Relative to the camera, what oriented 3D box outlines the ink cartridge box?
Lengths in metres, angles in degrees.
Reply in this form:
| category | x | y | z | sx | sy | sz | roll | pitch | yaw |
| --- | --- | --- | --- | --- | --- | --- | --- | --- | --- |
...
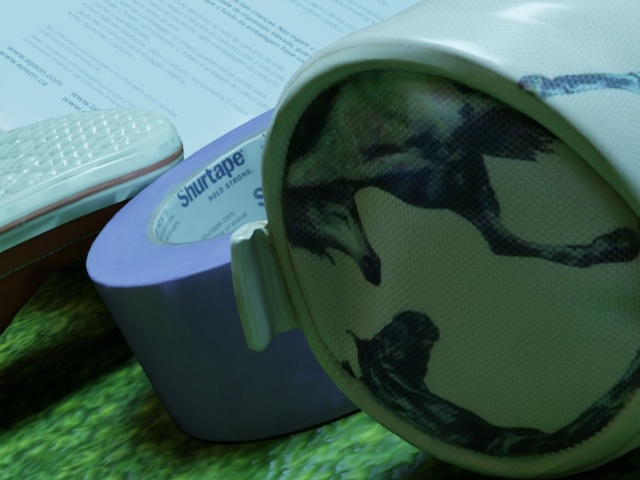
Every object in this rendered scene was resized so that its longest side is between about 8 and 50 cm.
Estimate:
| category | x | y | z | sx | sy | sz | roll | pitch | yaw |
| --- | --- | --- | --- | --- | --- | --- | --- | --- | --- |
| ink cartridge box | -0.089 | -0.147 | 1.126 | 0.330 | 0.071 | 0.324 | -35 | 53 | -27 |

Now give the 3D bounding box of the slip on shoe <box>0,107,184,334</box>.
| category | x | y | z | sx | sy | sz | roll | pitch | yaw |
| --- | --- | --- | --- | --- | --- | --- | --- | --- | --- |
| slip on shoe | -0.203 | 0.041 | 0.942 | 0.331 | 0.101 | 0.123 | -33 | 22 | 4 |

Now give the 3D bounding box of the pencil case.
| category | x | y | z | sx | sy | sz | roll | pitch | yaw |
| --- | --- | --- | --- | --- | --- | --- | --- | --- | --- |
| pencil case | 0.140 | -0.085 | 0.726 | 0.183 | 0.160 | 0.410 | -8 | 26 | 44 |

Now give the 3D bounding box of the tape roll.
| category | x | y | z | sx | sy | sz | roll | pitch | yaw |
| --- | --- | --- | --- | --- | --- | --- | --- | --- | --- |
| tape roll | 0.000 | 0.000 | 0.827 | 0.189 | 0.080 | 0.189 | -25 | 17 | 8 |
